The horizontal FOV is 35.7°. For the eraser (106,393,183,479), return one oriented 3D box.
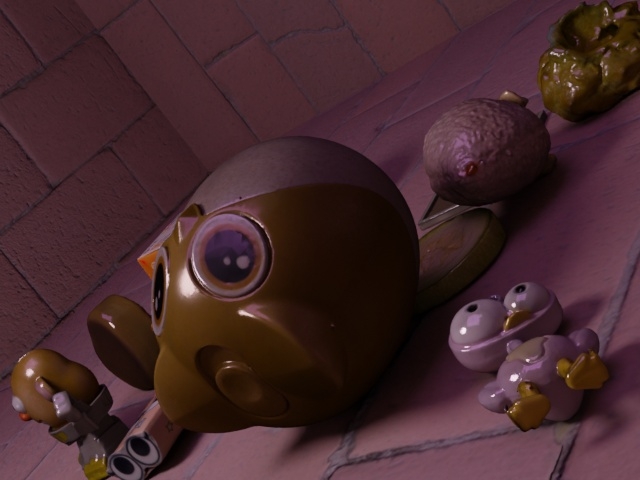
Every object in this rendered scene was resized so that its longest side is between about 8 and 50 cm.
[{"bbox_3d":[-0.296,0.330,1.934,0.171,0.087,0.290,-45,7,36],"label":"eraser"}]

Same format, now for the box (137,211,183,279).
[{"bbox_3d":[-0.281,0.078,2.352,0.091,0.274,0.221,-22,19,33],"label":"box"}]

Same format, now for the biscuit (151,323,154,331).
[{"bbox_3d":[-0.207,0.156,2.157,0.216,0.047,0.339,-24,-11,15],"label":"biscuit"}]

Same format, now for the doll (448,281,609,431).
[{"bbox_3d":[0.253,0.136,1.239,0.160,0.094,0.365,-33,15,5],"label":"doll"}]

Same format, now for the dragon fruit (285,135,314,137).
[{"bbox_3d":[-0.066,-0.107,2.413,0.342,0.277,0.277,-28,11,-15],"label":"dragon fruit"}]

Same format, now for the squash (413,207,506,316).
[{"bbox_3d":[0.207,0.040,1.742,0.252,0.049,0.252,-35,15,11],"label":"squash"}]

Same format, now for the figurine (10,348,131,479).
[{"bbox_3d":[-0.522,0.346,2.063,0.342,0.285,0.167,-16,24,51],"label":"figurine"}]

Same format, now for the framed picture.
[{"bbox_3d":[0.342,-0.151,2.077,0.240,0.020,0.324,-28,17,35],"label":"framed picture"}]

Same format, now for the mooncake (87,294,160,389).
[{"bbox_3d":[-0.434,0.242,2.327,0.117,0.235,0.235,-44,15,-35],"label":"mooncake"}]

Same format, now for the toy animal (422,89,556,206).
[{"bbox_3d":[0.300,-0.164,1.795,0.226,0.188,0.358,-21,14,14],"label":"toy animal"}]

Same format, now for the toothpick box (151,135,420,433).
[{"bbox_3d":[-0.060,0.073,1.542,0.409,0.409,0.425,-26,29,38],"label":"toothpick box"}]

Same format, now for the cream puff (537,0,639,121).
[{"bbox_3d":[0.539,-0.374,1.975,0.282,0.185,0.282,-38,11,9],"label":"cream puff"}]
